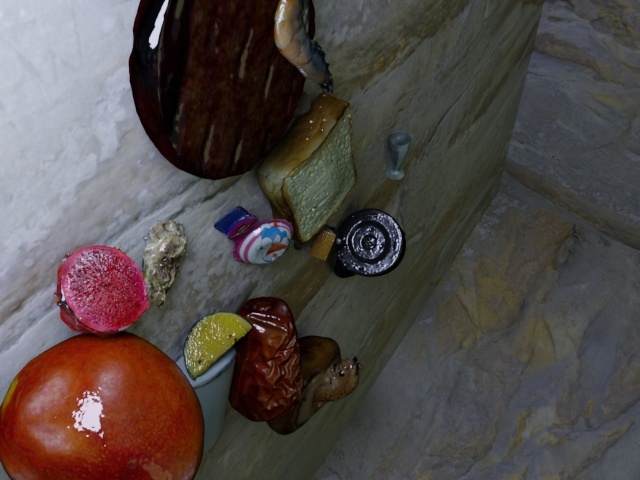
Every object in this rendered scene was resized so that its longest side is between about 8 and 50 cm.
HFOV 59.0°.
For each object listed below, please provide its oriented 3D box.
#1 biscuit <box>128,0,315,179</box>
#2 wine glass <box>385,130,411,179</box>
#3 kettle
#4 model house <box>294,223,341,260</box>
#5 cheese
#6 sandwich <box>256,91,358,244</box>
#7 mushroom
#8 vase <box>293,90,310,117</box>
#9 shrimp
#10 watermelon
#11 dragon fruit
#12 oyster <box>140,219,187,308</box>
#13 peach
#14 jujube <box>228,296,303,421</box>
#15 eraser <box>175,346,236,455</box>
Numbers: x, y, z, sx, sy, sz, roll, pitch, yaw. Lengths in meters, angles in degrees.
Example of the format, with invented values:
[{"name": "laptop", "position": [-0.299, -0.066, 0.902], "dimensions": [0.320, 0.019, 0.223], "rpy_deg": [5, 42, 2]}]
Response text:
[{"name": "biscuit", "position": [-0.151, -0.303, 0.933], "dimensions": [0.407, 0.091, 0.408], "rpy_deg": [-44, 148, -38]}, {"name": "wine glass", "position": [0.244, -0.271, 1.817], "dimensions": [0.073, 0.073, 0.155], "rpy_deg": [-46, 156, -33]}, {"name": "kettle", "position": [0.155, 0.034, 1.846], "dimensions": [0.268, 0.207, 0.290], "rpy_deg": [-35, 168, 9]}, {"name": "model house", "position": [0.000, 0.000, 1.557], "dimensions": [0.100, 0.100, 0.088], "rpy_deg": [-13, 126, -62]}, {"name": "cheese", "position": [-0.144, -0.007, 1.274], "dimensions": [0.155, 0.062, 0.244], "rpy_deg": [-37, 148, 8]}, {"name": "sandwich", "position": [-0.022, -0.154, 1.351], "dimensions": [0.271, 0.099, 0.301], "rpy_deg": [-48, 155, -18]}, {"name": "mushroom", "position": [-0.039, 0.467, 1.779], "dimensions": [0.345, 0.259, 0.346], "rpy_deg": [-45, 151, -35]}, {"name": "vase", "position": [-0.071, -0.277, 1.173], "dimensions": [0.100, 0.053, 0.053], "rpy_deg": [-32, 143, -43]}, {"name": "shrimp", "position": [0.005, -0.383, 1.011], "dimensions": [0.198, 0.051, 0.262], "rpy_deg": [-64, 152, -5]}, {"name": "watermelon", "position": [-0.253, 0.216, 1.287], "dimensions": [0.181, 0.092, 0.075], "rpy_deg": [-39, 134, -28]}, {"name": "dragon fruit", "position": [-0.370, 0.094, 0.905], "dimensions": [0.111, 0.153, 0.153], "rpy_deg": [-31, 177, 35]}, {"name": "oyster", "position": [-0.291, 0.042, 1.065], "dimensions": [0.108, 0.053, 0.166], "rpy_deg": [-20, 127, -72]}, {"name": "peach", "position": [-0.335, 0.308, 0.909], "dimensions": [0.308, 0.332, 0.308], "rpy_deg": [-43, 162, -18]}, {"name": "jujube", "position": [-0.142, 0.306, 1.448], "dimensions": [0.216, 0.216, 0.342], "rpy_deg": [-31, 133, -51]}, {"name": "eraser", "position": [-0.298, 0.399, 1.367], "dimensions": [0.189, 0.104, 0.290], "rpy_deg": [-36, 146, -53]}]
